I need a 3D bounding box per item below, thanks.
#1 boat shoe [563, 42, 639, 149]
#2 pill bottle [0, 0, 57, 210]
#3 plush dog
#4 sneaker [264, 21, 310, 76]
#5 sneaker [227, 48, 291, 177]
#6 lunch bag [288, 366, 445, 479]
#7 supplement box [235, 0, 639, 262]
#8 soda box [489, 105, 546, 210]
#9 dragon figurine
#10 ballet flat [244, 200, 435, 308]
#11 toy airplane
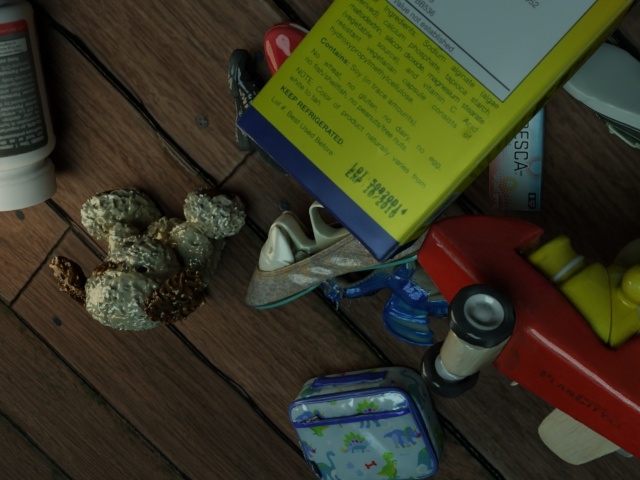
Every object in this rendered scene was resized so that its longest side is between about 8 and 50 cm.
[{"bbox_3d":[0.340,-0.138,0.764,0.219,0.078,0.070,40,163,22],"label":"boat shoe"},{"bbox_3d":[-0.477,-0.196,1.018,0.161,0.161,0.283,9,118,17],"label":"pill bottle"},{"bbox_3d":[-0.245,0.048,1.011,0.262,0.225,0.211,3,116,20],"label":"plush dog"},{"bbox_3d":[-0.014,-0.160,0.870,0.087,0.128,0.221,-27,104,30],"label":"sneaker"},{"bbox_3d":[-0.069,-0.168,0.938,0.089,0.051,0.170,9,123,17],"label":"sneaker"},{"bbox_3d":[0.069,0.287,1.093,0.219,0.090,0.176,-12,108,26],"label":"lunch bag"},{"bbox_3d":[0.125,-0.176,0.689,0.194,0.195,0.356,44,103,7],"label":"supplement box"},{"bbox_3d":[0.232,-0.129,0.830,0.063,0.058,0.183,3,117,20],"label":"soda box"},{"bbox_3d":[0.138,0.083,0.958,0.289,0.085,0.144,29,125,11],"label":"dragon figurine"},{"bbox_3d":[0.000,0.000,0.918,0.316,0.107,0.106,-22,114,32],"label":"ballet flat"},{"bbox_3d":[0.321,0.109,0.685,0.386,0.272,0.384,-4,128,50],"label":"toy airplane"}]
